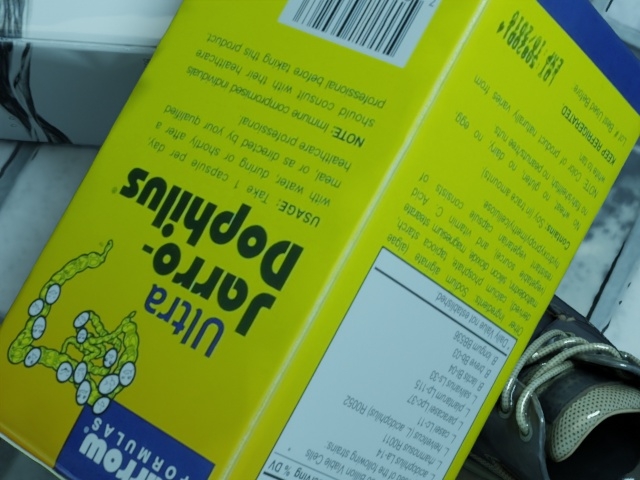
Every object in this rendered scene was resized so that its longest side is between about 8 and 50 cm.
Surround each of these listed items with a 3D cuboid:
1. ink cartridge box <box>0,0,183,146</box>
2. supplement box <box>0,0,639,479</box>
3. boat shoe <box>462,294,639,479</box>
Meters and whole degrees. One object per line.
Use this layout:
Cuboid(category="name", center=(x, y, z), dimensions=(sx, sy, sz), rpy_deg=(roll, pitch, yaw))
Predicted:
Cuboid(category="ink cartridge box", center=(-0.209, -0.224, 1.071), dimensions=(0.395, 0.166, 0.285), rpy_deg=(5, 68, 2))
Cuboid(category="supplement box", center=(0.000, 0.000, 0.889), dimensions=(0.195, 0.194, 0.356), rpy_deg=(26, 84, 38))
Cuboid(category="boat shoe", center=(0.158, 0.105, 0.958), dimensions=(0.355, 0.130, 0.132), rpy_deg=(41, 73, 15))
